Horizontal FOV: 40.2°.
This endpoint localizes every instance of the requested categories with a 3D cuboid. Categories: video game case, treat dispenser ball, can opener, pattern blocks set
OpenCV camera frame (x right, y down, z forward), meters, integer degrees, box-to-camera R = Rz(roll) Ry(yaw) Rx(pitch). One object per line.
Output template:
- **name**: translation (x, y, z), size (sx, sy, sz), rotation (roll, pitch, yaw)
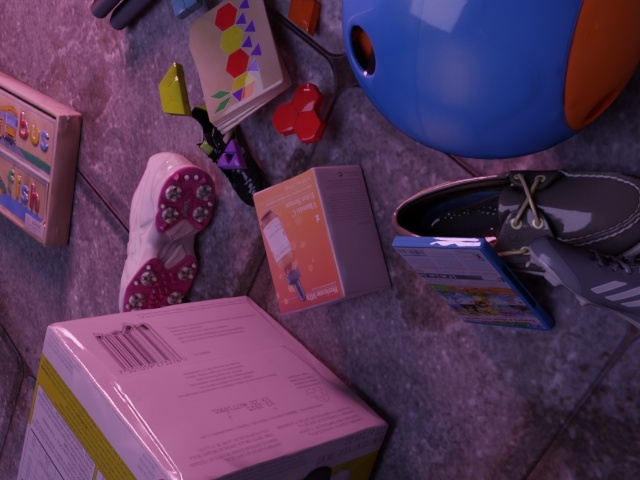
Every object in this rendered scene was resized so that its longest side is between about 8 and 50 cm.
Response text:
- **video game case**: translation (0.169, 0.048, 0.963), size (0.119, 0.166, 0.015), rotation (1, 56, 45)
- **treat dispenser ball**: translation (0.162, -0.220, 0.826), size (0.288, 0.288, 0.288), rotation (7, 101, 45)
- **can opener**: translation (-0.272, -0.438, 1.404), size (0.280, 0.074, 0.093), rotation (-31, 39, 41)
- **pattern blocks set**: translation (-0.117, -0.258, 1.244), size (0.286, 0.026, 0.324), rotation (-16, 74, 30)

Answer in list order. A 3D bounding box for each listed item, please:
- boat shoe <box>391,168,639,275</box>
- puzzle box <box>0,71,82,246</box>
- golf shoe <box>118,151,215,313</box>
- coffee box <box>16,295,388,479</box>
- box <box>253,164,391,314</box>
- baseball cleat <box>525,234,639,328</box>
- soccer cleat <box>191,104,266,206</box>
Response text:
- **boat shoe**: translation (0.210, -0.022, 0.927), size (0.305, 0.091, 0.109), rotation (-8, 63, 45)
- **puzzle box**: translation (-0.625, -0.184, 1.793), size (0.409, 0.052, 0.272), rotation (27, 113, 40)
- **golf shoe**: translation (-0.264, -0.003, 1.428), size (0.140, 0.115, 0.306), rotation (45, 119, 45)
- **coffee box**: translation (-0.174, 0.316, 1.189), size (0.338, 0.338, 0.334), rotation (37, 119, 39)
- **box**: translation (0.000, 0.000, 1.160), size (0.130, 0.091, 0.170), rotation (-21, 80, 45)
- **baseball cleat**: translation (0.302, 0.031, 0.830), size (0.206, 0.072, 0.109), rotation (30, 114, -10)
- **soccer cleat**: translation (-0.140, -0.125, 1.296), size (0.060, 0.072, 0.178), rotation (-42, 66, 40)
